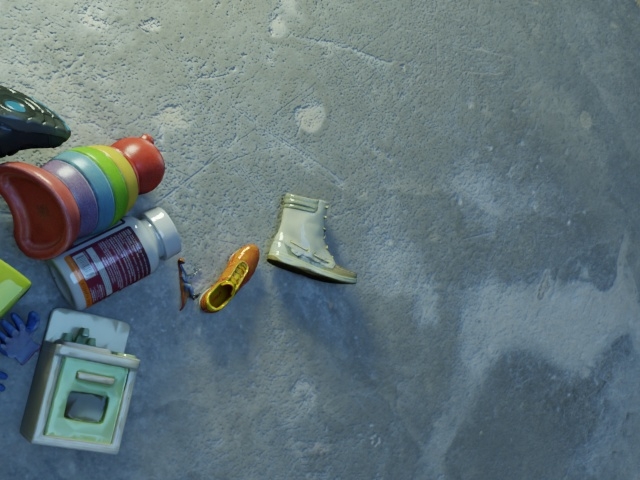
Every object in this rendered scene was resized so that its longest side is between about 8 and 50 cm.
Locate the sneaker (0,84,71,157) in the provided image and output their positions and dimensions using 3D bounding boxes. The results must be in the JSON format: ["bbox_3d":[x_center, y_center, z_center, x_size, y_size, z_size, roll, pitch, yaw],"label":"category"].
[{"bbox_3d":[-0.575,-0.178,1.269,0.341,0.125,0.139,-1,125,-51],"label":"sneaker"}]

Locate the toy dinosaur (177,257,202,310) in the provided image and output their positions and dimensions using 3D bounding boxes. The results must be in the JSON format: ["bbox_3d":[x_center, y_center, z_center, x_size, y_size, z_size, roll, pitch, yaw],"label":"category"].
[{"bbox_3d":[-0.268,0.079,1.533,0.090,0.047,0.082,-40,87,-15],"label":"toy dinosaur"}]

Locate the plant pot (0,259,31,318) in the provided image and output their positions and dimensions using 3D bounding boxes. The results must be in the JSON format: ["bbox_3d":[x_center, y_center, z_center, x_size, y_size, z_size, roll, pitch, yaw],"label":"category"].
[{"bbox_3d":[-0.620,0.090,1.232,0.207,0.228,0.227,45,67,-13],"label":"plant pot"}]

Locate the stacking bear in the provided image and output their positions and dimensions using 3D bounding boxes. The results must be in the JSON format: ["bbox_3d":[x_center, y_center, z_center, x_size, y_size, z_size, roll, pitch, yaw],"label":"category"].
[{"bbox_3d":[-0.398,-0.102,1.387,0.289,0.164,0.175,-39,125,-50],"label":"stacking bear"}]

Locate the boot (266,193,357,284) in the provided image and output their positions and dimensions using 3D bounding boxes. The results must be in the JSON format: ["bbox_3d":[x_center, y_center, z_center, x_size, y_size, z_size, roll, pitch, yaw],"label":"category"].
[{"bbox_3d":[0.000,0.000,1.670,0.213,0.077,0.165,20,75,-24],"label":"boot"}]

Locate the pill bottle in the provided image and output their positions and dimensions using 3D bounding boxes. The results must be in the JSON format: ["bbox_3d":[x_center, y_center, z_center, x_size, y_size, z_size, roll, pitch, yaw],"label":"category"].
[{"bbox_3d":[-0.376,0.028,1.427,0.221,0.121,0.121,-30,101,-28],"label":"pill bottle"}]

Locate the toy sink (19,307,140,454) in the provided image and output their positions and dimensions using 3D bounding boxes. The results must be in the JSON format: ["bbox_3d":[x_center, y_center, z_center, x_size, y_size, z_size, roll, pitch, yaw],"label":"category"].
[{"bbox_3d":[-0.419,0.246,1.380,0.153,0.131,0.234,18,77,-28],"label":"toy sink"}]

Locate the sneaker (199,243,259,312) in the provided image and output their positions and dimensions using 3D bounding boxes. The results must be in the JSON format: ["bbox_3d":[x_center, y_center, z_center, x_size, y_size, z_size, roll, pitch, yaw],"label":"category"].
[{"bbox_3d":[-0.173,0.080,1.570,0.064,0.067,0.175,42,66,-18],"label":"sneaker"}]

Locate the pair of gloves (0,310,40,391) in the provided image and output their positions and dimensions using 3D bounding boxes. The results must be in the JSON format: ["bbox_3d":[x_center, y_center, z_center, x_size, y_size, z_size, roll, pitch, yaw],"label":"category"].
[{"bbox_3d":[-0.545,0.206,1.313,0.023,0.159,0.198,35,68,15],"label":"pair of gloves"}]
